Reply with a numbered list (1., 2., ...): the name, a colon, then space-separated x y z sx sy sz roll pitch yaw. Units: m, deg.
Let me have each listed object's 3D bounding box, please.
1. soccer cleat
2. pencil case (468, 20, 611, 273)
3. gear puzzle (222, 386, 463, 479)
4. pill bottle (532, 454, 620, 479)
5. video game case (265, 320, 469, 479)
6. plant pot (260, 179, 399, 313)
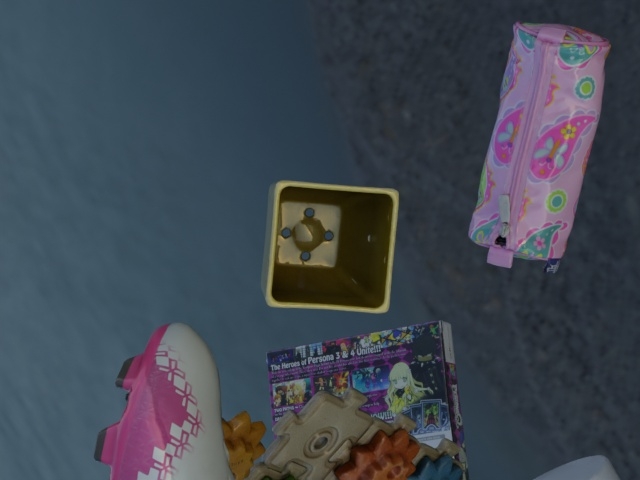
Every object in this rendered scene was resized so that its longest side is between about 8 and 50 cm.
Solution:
1. soccer cleat: -0.077 0.219 1.035 0.143 0.331 0.116 6 164 8
2. pencil case: 0.254 -0.112 1.925 0.124 0.124 0.284 27 110 45
3. gear puzzle: 0.001 0.209 1.366 0.339 0.175 0.044 33 -169 -49
4. pill bottle: 0.281 0.359 1.562 0.283 0.160 0.160 61 155 -1
5. video game case: 0.053 0.215 1.924 0.232 0.042 0.210 -13 76 24
6. plant pot: 0.000 0.000 1.086 0.083 0.081 0.081 -150 64 -77
